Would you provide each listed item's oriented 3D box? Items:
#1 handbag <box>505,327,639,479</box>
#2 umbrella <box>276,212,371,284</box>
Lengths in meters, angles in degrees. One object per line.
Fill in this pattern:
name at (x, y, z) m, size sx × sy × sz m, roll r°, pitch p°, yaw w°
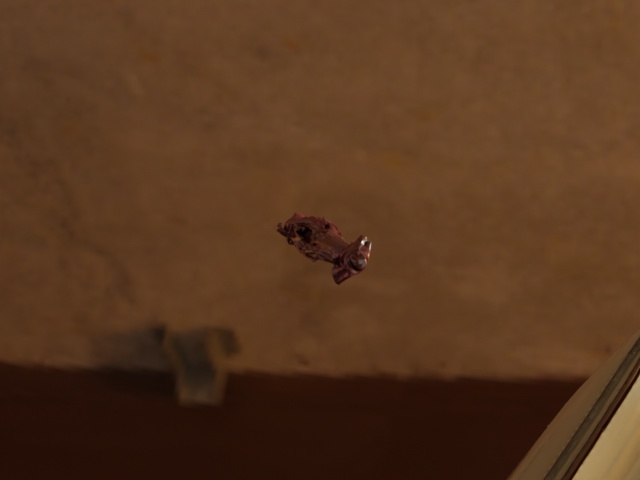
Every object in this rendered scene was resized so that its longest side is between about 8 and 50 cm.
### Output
handbag at (0.171, 0.227, 1.271) m, size 0.160 × 0.358 × 0.237 m, roll 43°, pitch -40°, yaw 0°
umbrella at (0.000, 0.000, 1.109) m, size 0.027 × 0.025 × 0.165 m, roll -19°, pitch 12°, yaw -12°
